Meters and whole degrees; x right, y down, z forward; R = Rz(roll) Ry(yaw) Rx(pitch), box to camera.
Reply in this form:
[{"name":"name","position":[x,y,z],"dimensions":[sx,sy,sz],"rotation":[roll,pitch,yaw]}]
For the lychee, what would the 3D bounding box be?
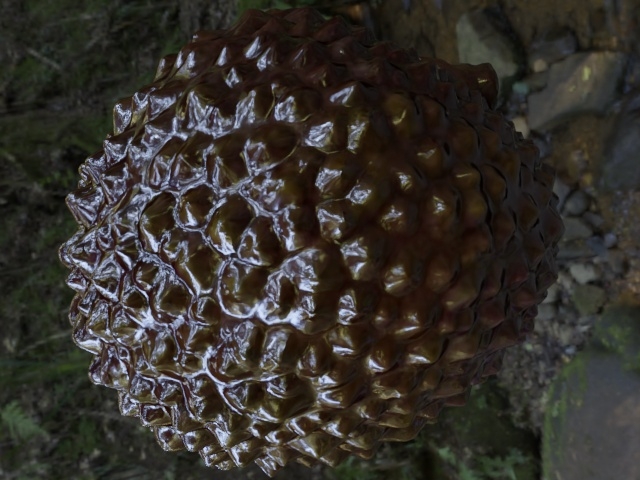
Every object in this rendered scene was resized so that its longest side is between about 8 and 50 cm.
[{"name":"lychee","position":[0.000,0.000,0.527],"dimensions":[0.306,0.330,0.306],"rotation":[38,175,4]}]
